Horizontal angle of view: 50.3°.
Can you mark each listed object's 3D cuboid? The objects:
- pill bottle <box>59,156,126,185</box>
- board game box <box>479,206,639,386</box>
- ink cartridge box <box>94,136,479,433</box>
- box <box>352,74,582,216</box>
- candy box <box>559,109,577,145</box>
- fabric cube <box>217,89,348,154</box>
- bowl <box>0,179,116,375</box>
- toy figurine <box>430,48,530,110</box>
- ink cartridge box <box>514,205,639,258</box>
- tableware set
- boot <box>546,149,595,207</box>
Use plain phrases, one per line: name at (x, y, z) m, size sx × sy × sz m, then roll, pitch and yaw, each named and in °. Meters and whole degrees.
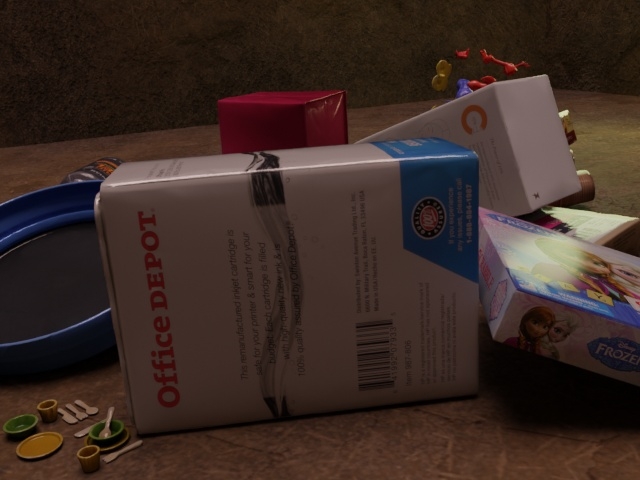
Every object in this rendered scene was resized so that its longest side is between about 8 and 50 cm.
pill bottle at (-0.554, -0.119, 1.669) m, size 0.131 × 0.130 × 0.245 m, roll -2°, pitch 18°, yaw 7°
board game box at (0.341, 0.072, 0.816) m, size 0.319 × 0.065 × 0.318 m, roll 18°, pitch 18°, yaw -2°
ink cartridge box at (-0.030, 0.041, 0.795) m, size 0.395 × 0.285 × 0.166 m, roll -5°, pitch 16°, yaw -6°
box at (0.254, -0.136, 1.241) m, size 0.168 × 0.214 × 0.345 m, roll -19°, pitch 2°, yaw -39°
candy box at (0.460, -0.231, 1.707) m, size 0.317 × 0.087 × 0.183 m, roll -17°, pitch 4°, yaw 32°
fabric cube at (-0.089, -0.264, 1.823) m, size 0.258 × 0.254 × 0.259 m, roll 5°, pitch 19°, yaw 26°
bowl at (-0.400, 0.044, 1.028) m, size 0.392 × 0.077 × 0.391 m, roll -5°, pitch 37°, yaw 4°
toy figurine at (0.328, -0.224, 1.503) m, size 0.191 × 0.362 × 0.217 m, roll 6°, pitch 10°, yaw 6°
ink cartridge box at (0.385, 0.016, 1.118) m, size 0.193 × 0.088 × 0.235 m, roll 14°, pitch 25°, yaw 41°
tableware set at (-0.277, 0.210, 0.748) m, size 0.154 × 0.024 × 0.104 m, roll 14°, pitch 25°, yaw 43°
boot at (0.482, -0.133, 1.577) m, size 0.220 × 0.109 × 0.283 m, roll -6°, pitch 25°, yaw 6°
